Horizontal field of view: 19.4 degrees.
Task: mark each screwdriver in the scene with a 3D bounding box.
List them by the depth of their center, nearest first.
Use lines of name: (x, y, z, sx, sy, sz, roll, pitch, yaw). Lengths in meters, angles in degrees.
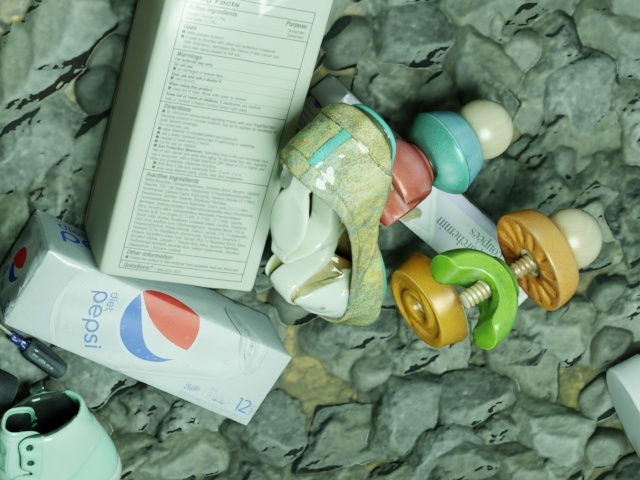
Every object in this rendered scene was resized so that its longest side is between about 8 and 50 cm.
screwdriver: (-0.322, 0.087, 1.872, 0.170, 0.024, 0.025, 37, 130, -22)

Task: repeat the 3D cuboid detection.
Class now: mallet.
mallet: (-0.370, 0.204, 1.908, 0.062, 0.039, 0.190, 17, 115, -26)

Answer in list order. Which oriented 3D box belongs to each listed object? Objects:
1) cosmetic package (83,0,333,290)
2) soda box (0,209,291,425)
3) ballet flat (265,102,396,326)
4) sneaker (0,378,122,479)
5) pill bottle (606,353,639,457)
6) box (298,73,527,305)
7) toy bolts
cosmetic package: (-0.112, -0.117, 1.776, 0.160, 0.113, 0.309, 9, 112, -21)
soda box: (-0.176, 0.079, 1.865, 0.286, 0.098, 0.091, 26, 106, -26)
ballet flat: (0.000, 0.000, 1.799, 0.123, 0.123, 0.348, -12, 150, -11)
sneaker: (-0.335, 0.237, 1.882, 0.256, 0.094, 0.151, -29, 138, -12)
pill bottle: (0.471, 0.144, 2.058, 0.283, 0.160, 0.160, -23, 120, -4)
box: (0.104, -0.045, 1.906, 0.063, 0.067, 0.324, -46, 119, 8)
toy bolts: (0.150, -0.021, 1.824, 0.158, 0.218, 0.228, -30, 87, -19)
